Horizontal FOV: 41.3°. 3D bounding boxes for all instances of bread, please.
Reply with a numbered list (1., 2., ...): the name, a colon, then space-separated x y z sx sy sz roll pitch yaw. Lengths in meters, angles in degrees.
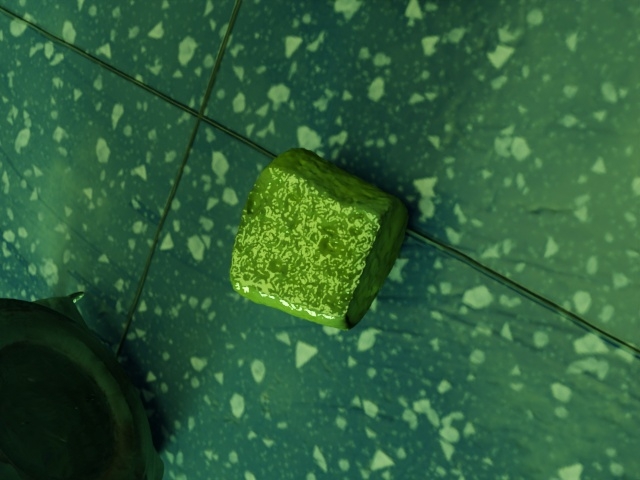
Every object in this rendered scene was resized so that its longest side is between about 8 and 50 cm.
1. bread: 0.000 0.000 0.674 0.114 0.111 0.129 24 103 23

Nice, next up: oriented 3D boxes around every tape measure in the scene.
1. tape measure: -0.274 0.183 0.763 0.147 0.275 0.256 -36 80 23
